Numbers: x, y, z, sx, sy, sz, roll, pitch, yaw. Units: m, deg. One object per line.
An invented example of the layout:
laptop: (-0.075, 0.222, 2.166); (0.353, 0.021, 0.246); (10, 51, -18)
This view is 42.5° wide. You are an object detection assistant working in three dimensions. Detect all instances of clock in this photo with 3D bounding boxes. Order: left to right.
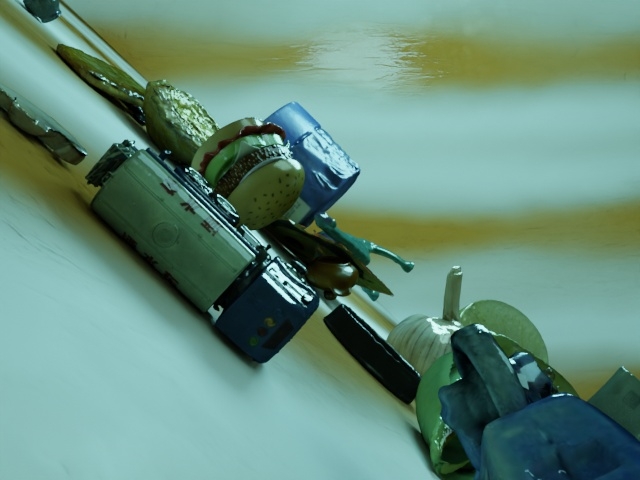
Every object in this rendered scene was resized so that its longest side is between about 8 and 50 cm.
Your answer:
clock: (0.083, 0.167, 1.242); (0.184, 0.040, 0.184); (44, 2, -2)

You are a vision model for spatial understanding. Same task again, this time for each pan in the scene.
pan: (-0.352, -0.261, 1.568); (0.136, 0.028, 0.235); (42, 3, -32)

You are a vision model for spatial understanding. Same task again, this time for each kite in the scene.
kite: (-0.015, 0.022, 1.676); (0.377, 0.013, 0.327); (29, -12, 4)

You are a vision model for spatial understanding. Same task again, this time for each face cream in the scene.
face cream: (-0.064, -0.144, 1.823); (0.225, 0.249, 0.249); (47, 2, 1)

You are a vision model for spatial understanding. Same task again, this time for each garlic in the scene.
garlic: (0.221, 0.157, 1.462); (0.199, 0.226, 0.199); (16, -5, 1)

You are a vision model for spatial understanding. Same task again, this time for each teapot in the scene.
teapot: (-0.531, -0.448, 1.567); (0.088, 0.066, 0.057); (17, -37, 40)
teapot: (0.022, 0.076, 1.536); (0.098, 0.078, 0.129); (-1, 11, -20)

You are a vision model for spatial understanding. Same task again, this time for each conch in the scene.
conch: (0.196, 0.213, 0.993); (0.143, 0.137, 0.250); (25, -1, -4)

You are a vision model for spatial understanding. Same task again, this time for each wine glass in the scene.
wine glass: (0.293, 0.253, 0.925); (0.103, 0.231, 0.103); (45, 3, -3)

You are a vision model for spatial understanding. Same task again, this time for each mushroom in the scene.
mushroom: (-0.232, -0.097, 0.661); (0.101, 0.019, 0.049); (41, 2, -18)

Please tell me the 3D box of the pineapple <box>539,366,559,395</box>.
pineapple: (0.319, 0.286, 1.347); (0.166, 0.193, 0.166); (40, -5, 4)

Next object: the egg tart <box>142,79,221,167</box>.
egg tart: (-0.224, -0.170, 1.421); (0.252, 0.098, 0.232); (36, 14, -49)

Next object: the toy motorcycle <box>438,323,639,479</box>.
toy motorcycle: (0.154, 0.213, 0.502); (0.182, 0.241, 0.319); (2, 23, -15)

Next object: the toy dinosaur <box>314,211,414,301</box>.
toy dinosaur: (0.000, 0.000, 1.752); (0.331, 0.129, 0.383); (33, -14, -38)

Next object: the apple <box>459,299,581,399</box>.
apple: (0.347, 0.275, 1.634); (0.258, 0.233, 0.295); (30, 18, -26)

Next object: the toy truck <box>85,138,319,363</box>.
toy truck: (-0.091, 0.004, 0.633); (0.202, 0.074, 0.088); (44, 7, -1)

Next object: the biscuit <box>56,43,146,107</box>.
biscuit: (-0.367, -0.280, 1.428); (0.118, 0.029, 0.247); (41, 9, 15)

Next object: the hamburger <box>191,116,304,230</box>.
hamburger: (-0.103, -0.093, 1.247); (0.137, 0.175, 0.175); (52, 4, 21)
